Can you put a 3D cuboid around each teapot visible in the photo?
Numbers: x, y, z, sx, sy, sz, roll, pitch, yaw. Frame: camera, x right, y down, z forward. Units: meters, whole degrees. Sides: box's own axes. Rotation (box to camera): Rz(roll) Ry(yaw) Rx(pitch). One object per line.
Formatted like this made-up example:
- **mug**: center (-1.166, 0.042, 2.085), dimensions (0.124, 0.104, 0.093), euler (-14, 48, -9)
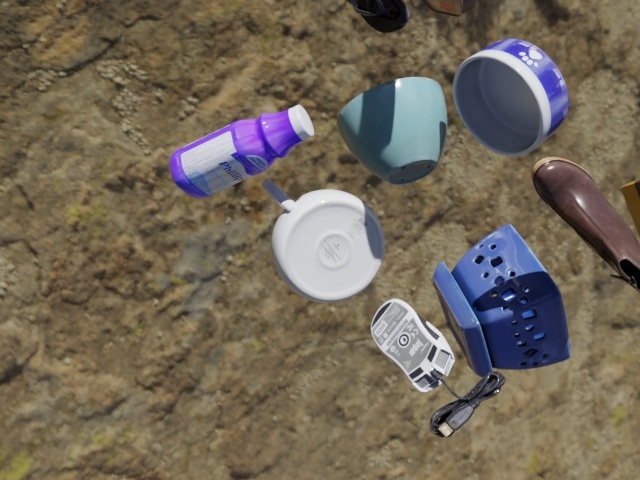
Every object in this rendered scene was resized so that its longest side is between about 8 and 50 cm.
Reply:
- **teapot**: center (0.000, 0.000, 1.707), dimensions (0.253, 0.187, 0.255), euler (0, 102, -16)

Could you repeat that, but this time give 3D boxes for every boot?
- **boot**: center (0.479, -0.028, 1.393), dimensions (0.248, 0.206, 0.090), euler (38, 109, -26)

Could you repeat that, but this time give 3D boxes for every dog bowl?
- **dog bowl**: center (0.447, -0.336, 1.913), dimensions (0.104, 0.265, 0.264), euler (-35, 128, -26)

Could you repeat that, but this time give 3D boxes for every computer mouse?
- **computer mouse**: center (0.132, 0.143, 0.977), dimensions (0.042, 0.193, 0.106), euler (21, 112, -44)

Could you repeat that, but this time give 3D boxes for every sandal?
- **sandal**: center (0.112, -0.593, 1.995), dimensions (0.055, 0.254, 0.097), euler (-13, 139, -50)

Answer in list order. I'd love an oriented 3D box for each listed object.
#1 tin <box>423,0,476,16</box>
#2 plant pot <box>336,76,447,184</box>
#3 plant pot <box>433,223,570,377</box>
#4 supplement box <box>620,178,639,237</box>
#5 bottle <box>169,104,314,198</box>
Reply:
- **tin**: center (0.199, -0.426, 1.332), dimensions (0.040, 0.189, 0.106), euler (-28, 116, -4)
- **plant pot**: center (0.207, -0.261, 2.102), dimensions (0.290, 0.290, 0.195), euler (2, 63, -43)
- **plant pot**: center (0.381, 0.146, 1.740), dimensions (0.212, 0.236, 0.235), euler (-23, 133, 0)
- **supplement box**: center (0.406, -0.033, 0.678), dimensions (0.191, 0.194, 0.129), euler (-18, 87, -21)
- **bottle**: center (-0.150, -0.175, 1.569), dimensions (0.283, 0.092, 0.118), euler (-22, 153, 18)
